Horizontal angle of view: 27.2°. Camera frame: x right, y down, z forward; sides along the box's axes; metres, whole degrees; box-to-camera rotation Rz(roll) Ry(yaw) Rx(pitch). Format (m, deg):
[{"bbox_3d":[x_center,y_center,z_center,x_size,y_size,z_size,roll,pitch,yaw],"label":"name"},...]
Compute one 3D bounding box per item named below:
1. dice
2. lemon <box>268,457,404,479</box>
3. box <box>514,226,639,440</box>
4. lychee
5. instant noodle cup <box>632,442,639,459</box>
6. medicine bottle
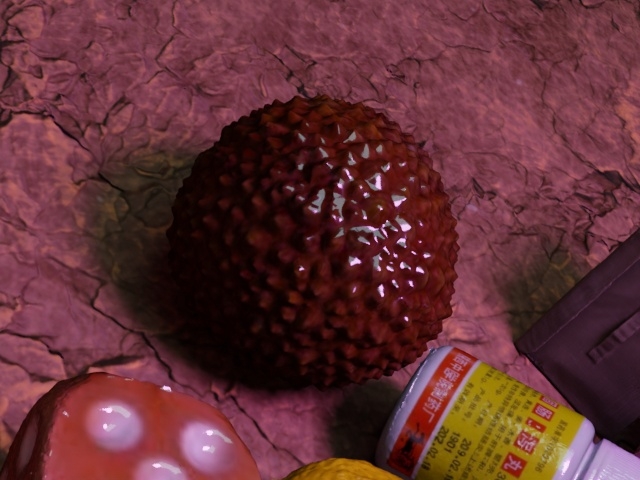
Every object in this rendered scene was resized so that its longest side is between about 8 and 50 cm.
[{"bbox_3d":[-0.154,0.219,0.988,0.175,0.174,0.179,16,42,-22],"label":"dice"},{"bbox_3d":[0.027,0.268,1.065,0.193,0.180,0.180,42,37,-29],"label":"lemon"},{"bbox_3d":[0.352,0.077,1.411,0.149,0.231,0.155,49,43,11],"label":"box"},{"bbox_3d":[0.000,0.000,1.217,0.276,0.304,0.275,0,89,-17],"label":"lychee"},{"bbox_3d":[0.411,0.243,1.334,0.244,0.244,0.255,41,33,3],"label":"instant noodle cup"},{"bbox_3d":[0.175,0.204,1.212,0.225,0.139,0.139,29,40,13],"label":"medicine bottle"}]
